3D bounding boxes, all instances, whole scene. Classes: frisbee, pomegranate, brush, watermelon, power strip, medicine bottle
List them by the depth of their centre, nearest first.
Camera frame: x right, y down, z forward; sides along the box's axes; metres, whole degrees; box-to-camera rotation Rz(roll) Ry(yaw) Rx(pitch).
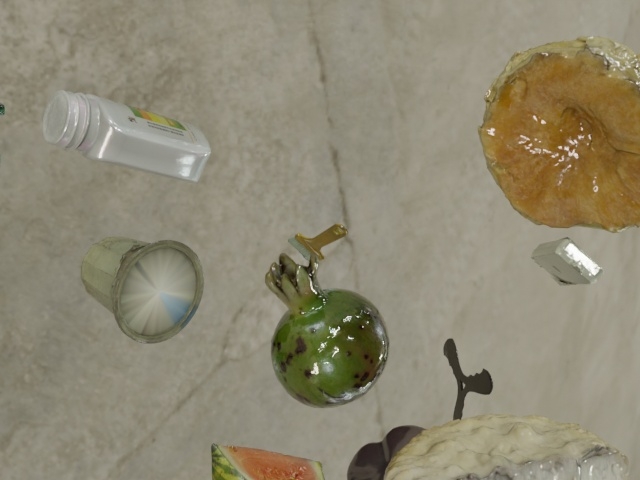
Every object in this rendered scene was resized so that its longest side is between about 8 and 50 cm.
[{"bbox_3d":[-0.053,0.294,0.952,0.163,0.069,0.087,19,76,-35],"label":"watermelon"},{"bbox_3d":[0.401,0.038,1.342,0.035,0.081,0.192,-48,177,-2],"label":"power strip"},{"bbox_3d":[-0.001,0.179,1.521,0.242,0.242,0.306,-60,138,-20],"label":"pomegranate"},{"bbox_3d":[-0.398,-0.215,1.683,0.324,0.179,0.124,10,115,-43],"label":"medicine bottle"},{"bbox_3d":[0.301,0.319,1.737,0.012,0.211,0.188,0,111,-19],"label":"frisbee"},{"bbox_3d":[0.000,0.000,1.737,0.082,0.218,0.010,45,61,-8],"label":"brush"}]

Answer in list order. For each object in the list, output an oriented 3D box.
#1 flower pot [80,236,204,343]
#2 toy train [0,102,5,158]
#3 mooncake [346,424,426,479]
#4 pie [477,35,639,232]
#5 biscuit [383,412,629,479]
[{"bbox_3d":[-0.378,0.075,1.666,0.212,0.202,0.213,-21,122,-39],"label":"flower pot"},{"bbox_3d":[-0.435,-0.138,1.031,0.050,0.081,0.122,-6,117,-42],"label":"toy train"},{"bbox_3d":[0.149,0.429,1.375,0.133,0.244,0.245,50,60,-27],"label":"mooncake"},{"bbox_3d":[0.396,-0.150,1.246,0.083,0.339,0.340,-45,134,-42],"label":"pie"},{"bbox_3d":[0.177,0.252,0.902,0.281,0.179,0.084,-12,107,-22],"label":"biscuit"}]
